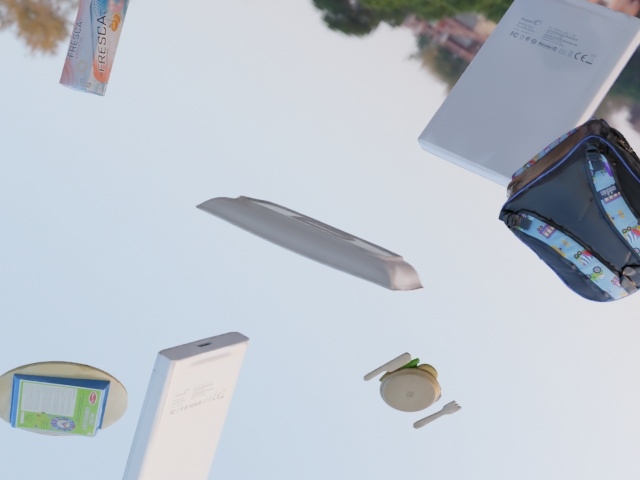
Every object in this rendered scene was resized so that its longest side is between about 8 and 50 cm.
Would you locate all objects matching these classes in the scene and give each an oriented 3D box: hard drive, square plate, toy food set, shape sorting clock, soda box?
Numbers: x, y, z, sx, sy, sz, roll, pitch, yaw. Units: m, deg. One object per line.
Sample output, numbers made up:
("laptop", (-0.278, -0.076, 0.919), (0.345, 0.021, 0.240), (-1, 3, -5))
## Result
("hard drive", (-0.256, 0.348, 2.203), (0.047, 0.353, 0.233), (26, -162, 27))
("square plate", (0.000, 0.000, 2.006), (0.347, 0.049, 0.344), (23, -177, 12))
("hard drive", (0.320, -0.233, 1.825), (0.210, 0.318, 0.040), (28, 166, 31))
("toy food set", (0.186, 0.298, 2.449), (0.192, 0.132, 0.038), (47, -153, -27))
("shape sorting clock", (-0.395, 0.239, 1.823), (0.206, 0.206, 0.040), (24, -136, -25))
("soda box", (-0.386, -0.344, 2.062), (0.063, 0.183, 0.058), (14, 180, 26))

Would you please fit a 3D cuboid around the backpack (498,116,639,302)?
("backpack", (0.306, -0.028, 1.330), (0.173, 0.158, 0.117), (45, -155, -7))
